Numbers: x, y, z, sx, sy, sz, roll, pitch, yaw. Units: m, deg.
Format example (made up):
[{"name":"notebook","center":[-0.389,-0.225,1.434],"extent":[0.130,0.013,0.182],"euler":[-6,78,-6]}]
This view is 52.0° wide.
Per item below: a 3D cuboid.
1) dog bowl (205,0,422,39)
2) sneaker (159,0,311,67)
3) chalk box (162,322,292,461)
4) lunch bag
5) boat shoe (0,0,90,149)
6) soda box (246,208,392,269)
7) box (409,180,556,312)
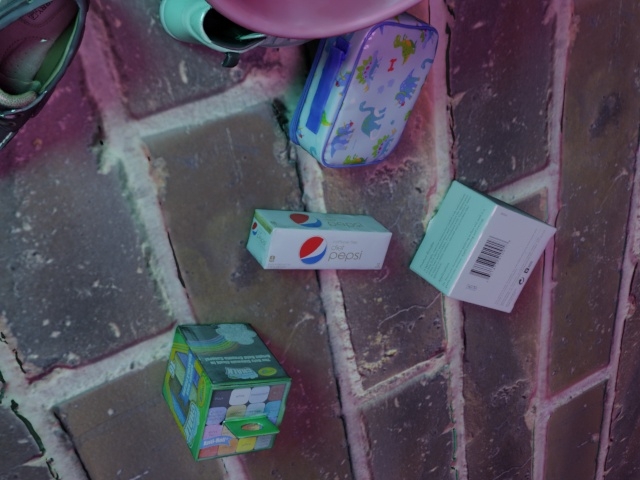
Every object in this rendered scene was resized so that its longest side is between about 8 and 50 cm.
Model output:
[{"name":"dog bowl","center":[0.021,-0.342,0.558],"extent":[0.408,0.150,0.408],"euler":[-20,162,-7]},{"name":"sneaker","center":[-0.050,-0.268,0.798],"extent":[0.256,0.151,0.094],"euler":[-16,121,-24]},{"name":"chalk box","center":[-0.135,0.234,0.983],"extent":[0.132,0.213,0.132],"euler":[3,114,-32]},{"name":"lunch bag","center":[0.057,-0.211,0.899],"extent":[0.176,0.090,0.219],"euler":[-14,135,-45]},{"name":"boat shoe","center":[-0.334,-0.172,0.687],"extent":[0.285,0.092,0.103],"euler":[-44,132,19]},{"name":"soda box","center":[0.000,0.000,1.024],"extent":[0.216,0.074,0.069],"euler":[1,115,-31]},{"name":"box","center":[0.289,0.014,1.174],"extent":[0.182,0.119,0.181],"euler":[15,107,-36]}]
